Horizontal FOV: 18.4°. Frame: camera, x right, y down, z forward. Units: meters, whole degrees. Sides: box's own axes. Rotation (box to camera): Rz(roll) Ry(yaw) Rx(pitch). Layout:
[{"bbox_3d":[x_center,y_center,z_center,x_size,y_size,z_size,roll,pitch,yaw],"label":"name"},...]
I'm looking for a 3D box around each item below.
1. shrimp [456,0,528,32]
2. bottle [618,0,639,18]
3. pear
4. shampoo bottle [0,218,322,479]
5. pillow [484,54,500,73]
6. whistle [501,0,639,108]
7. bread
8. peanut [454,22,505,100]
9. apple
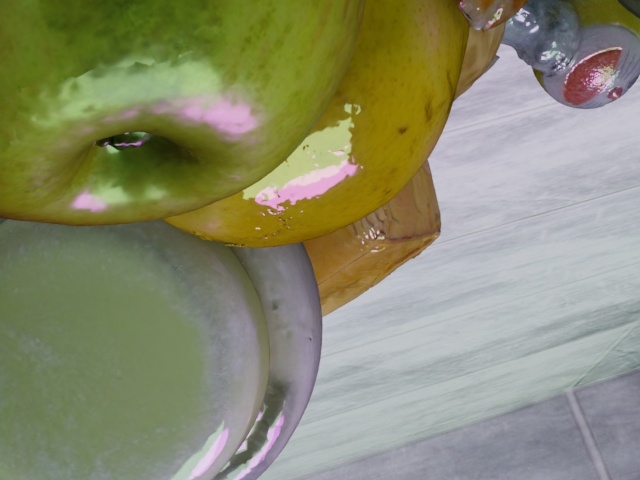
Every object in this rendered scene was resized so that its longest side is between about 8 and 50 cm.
[{"bbox_3d":[0.113,-0.267,1.344,0.062,0.154,0.294,12,142,29],"label":"shrimp"},{"bbox_3d":[0.347,-0.292,1.611,0.143,0.156,0.271,21,147,-16],"label":"bottle"},{"bbox_3d":[-0.027,-0.151,1.442,0.285,0.285,0.336,-33,-161,34],"label":"pear"},{"bbox_3d":[-0.156,0.072,1.655,0.322,0.322,0.317,-25,-173,14],"label":"shampoo bottle"},{"bbox_3d":[0.042,-0.149,1.839,0.229,0.050,0.148,-1,149,-41],"label":"pillow"},{"bbox_3d":[0.223,-0.185,1.846,0.223,0.123,0.123,11,147,-35],"label":"whistle"},{"bbox_3d":[0.000,0.000,2.131,0.152,0.119,0.288,-8,160,-45],"label":"bread"},{"bbox_3d":[0.022,-0.151,1.661,0.305,0.147,0.147,-13,162,-24],"label":"peanut"},{"bbox_3d":[-0.130,-0.166,1.128,0.339,0.339,0.339,-19,163,-6],"label":"apple"}]
